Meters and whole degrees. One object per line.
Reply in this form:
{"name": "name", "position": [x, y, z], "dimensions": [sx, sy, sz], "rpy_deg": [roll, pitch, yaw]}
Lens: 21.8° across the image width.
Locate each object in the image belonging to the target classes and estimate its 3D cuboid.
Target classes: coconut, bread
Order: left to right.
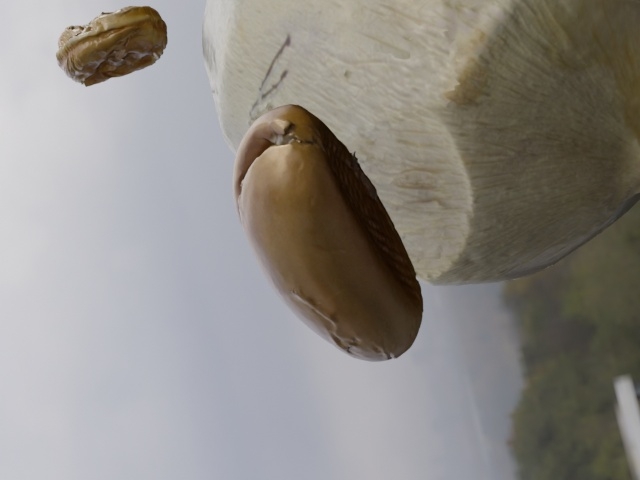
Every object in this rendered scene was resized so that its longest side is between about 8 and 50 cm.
{"name": "bread", "position": [-0.199, -0.188, 1.588], "dimensions": [0.083, 0.111, 0.044], "rpy_deg": [73, 177, -72]}
{"name": "bread", "position": [0.000, 0.000, 0.941], "dimensions": [0.189, 0.077, 0.114], "rpy_deg": [52, -152, -45]}
{"name": "coconut", "position": [0.114, -0.137, 1.246], "dimensions": [0.360, 0.346, 0.346], "rpy_deg": [34, 161, 24]}
